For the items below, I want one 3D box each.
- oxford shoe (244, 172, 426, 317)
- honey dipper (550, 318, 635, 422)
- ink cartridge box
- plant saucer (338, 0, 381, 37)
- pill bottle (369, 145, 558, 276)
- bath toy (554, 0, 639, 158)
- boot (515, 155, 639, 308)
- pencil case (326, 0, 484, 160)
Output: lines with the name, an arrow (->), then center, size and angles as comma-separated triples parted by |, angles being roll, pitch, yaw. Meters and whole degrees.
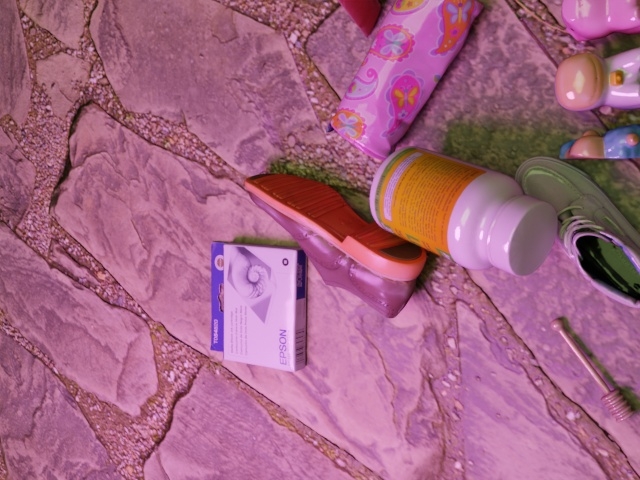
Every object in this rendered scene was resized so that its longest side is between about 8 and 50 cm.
oxford shoe -> 0.000, 0.000, 1.087 | 0.363, 0.130, 0.133 | 35, 127, 32
honey dipper -> 0.379, 0.178, 0.927 | 0.030, 0.030, 0.161 | -41, 71, 26
ink cartridge box -> -0.129, 0.116, 1.215 | 0.224, 0.045, 0.223 | 3, 95, 31
plant saucer -> 0.016, -0.461, 0.971 | 0.047, 0.258, 0.259 | -22, 82, 16
pill bottle -> 0.195, -0.040, 0.916 | 0.245, 0.136, 0.136 | 29, 109, 47
bath toy -> 0.372, -0.280, 0.848 | 0.129, 0.151, 0.348 | -161, 71, -73
boot -> 0.352, -0.019, 0.872 | 0.258, 0.123, 0.095 | 47, 114, 20
pencil case -> 0.125, -0.261, 0.997 | 0.124, 0.124, 0.284 | 39, 112, 23
